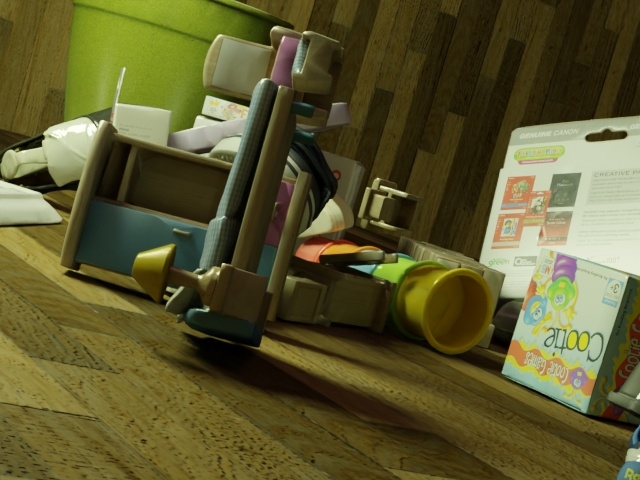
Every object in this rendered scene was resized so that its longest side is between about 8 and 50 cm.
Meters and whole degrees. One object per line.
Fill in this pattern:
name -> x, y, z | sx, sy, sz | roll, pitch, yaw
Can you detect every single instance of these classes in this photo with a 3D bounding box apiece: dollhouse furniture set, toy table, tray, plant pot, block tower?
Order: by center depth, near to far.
dollhouse furniture set -> -0.107, -0.075, 1.170 | 0.198, 0.286, 0.303 | 14, -6, 1
dollhouse furniture set -> 0.000, 0.000, 1.491 | 0.101, 0.161, 0.182 | 19, 3, 35
tray -> -0.384, -0.051, 1.565 | 0.145, 0.030, 0.270 | 16, 3, 6
toy table -> -0.066, -0.076, 1.811 | 0.274, 0.161, 0.252 | -12, 2, -28
block tower -> 0.158, 0.059, 1.869 | 0.091, 0.097, 0.335 | 16, 5, -7
plant pot -> -0.269, -0.235, 2.345 | 0.366, 0.353, 0.366 | 17, 4, -1

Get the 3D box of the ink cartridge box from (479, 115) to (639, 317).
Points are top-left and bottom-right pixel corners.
ink cartridge box -> 0.389, -0.019, 1.915 | 0.309, 0.272, 0.130 | -2, -28, 35

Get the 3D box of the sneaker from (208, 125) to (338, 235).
sneaker -> -0.046, -0.070, 1.516 | 0.126, 0.127, 0.321 | 57, -16, -6

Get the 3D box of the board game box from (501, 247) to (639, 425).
board game box -> 0.353, 0.116, 1.491 | 0.275, 0.142, 0.144 | 15, 4, -31

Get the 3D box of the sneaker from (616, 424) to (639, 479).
sneaker -> 0.234, 0.156, 0.983 | 0.053, 0.059, 0.144 | 15, 2, 14

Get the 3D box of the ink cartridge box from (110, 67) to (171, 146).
ink cartridge box -> -0.216, -0.099, 1.671 | 0.067, 0.198, 0.115 | 7, 5, -11

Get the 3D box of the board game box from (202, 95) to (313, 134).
board game box -> -0.086, -0.167, 1.985 | 0.154, 0.026, 0.103 | 16, 4, -4

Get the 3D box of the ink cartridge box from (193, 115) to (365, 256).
ink cartridge box -> -0.073, -0.060, 2.012 | 0.232, 0.171, 0.168 | 17, 3, 5

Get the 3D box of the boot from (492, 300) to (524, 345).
boot -> 0.341, 0.135, 1.847 | 0.208, 0.076, 0.189 | 11, -2, 27

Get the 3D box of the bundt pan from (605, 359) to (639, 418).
bundt pan -> 0.385, 0.136, 1.058 | 0.330, 0.124, 0.331 | 25, -1, 1

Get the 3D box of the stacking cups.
stacking cups -> 0.066, 0.046, 1.652 | 0.096, 0.096, 0.316 | 14, 4, -34

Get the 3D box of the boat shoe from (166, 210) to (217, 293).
boat shoe -> -0.114, 0.003, 1.464 | 0.109, 0.091, 0.305 | 16, 4, -9

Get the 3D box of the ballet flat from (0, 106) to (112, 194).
ballet flat -> -0.324, -0.102, 1.804 | 0.280, 0.095, 0.096 | -16, -7, 43
